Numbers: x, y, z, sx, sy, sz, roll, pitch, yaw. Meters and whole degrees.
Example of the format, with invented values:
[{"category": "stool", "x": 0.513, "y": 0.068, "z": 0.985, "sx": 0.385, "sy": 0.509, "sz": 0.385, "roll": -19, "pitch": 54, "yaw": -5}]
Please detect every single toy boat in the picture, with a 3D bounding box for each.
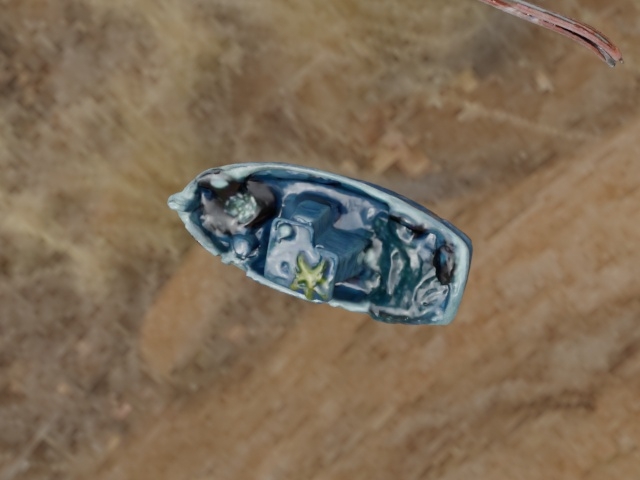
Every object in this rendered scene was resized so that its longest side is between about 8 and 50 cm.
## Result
[{"category": "toy boat", "x": 0.000, "y": 0.000, "z": 0.864, "sx": 0.137, "sy": 0.061, "sz": 0.060, "roll": 21, "pitch": 113, "yaw": 19}]

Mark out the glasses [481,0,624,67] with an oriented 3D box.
[{"category": "glasses", "x": 0.062, "y": -0.223, "z": 0.784, "sx": 0.268, "sy": 0.118, "sz": 0.234, "roll": 39, "pitch": 103, "yaw": 11}]
